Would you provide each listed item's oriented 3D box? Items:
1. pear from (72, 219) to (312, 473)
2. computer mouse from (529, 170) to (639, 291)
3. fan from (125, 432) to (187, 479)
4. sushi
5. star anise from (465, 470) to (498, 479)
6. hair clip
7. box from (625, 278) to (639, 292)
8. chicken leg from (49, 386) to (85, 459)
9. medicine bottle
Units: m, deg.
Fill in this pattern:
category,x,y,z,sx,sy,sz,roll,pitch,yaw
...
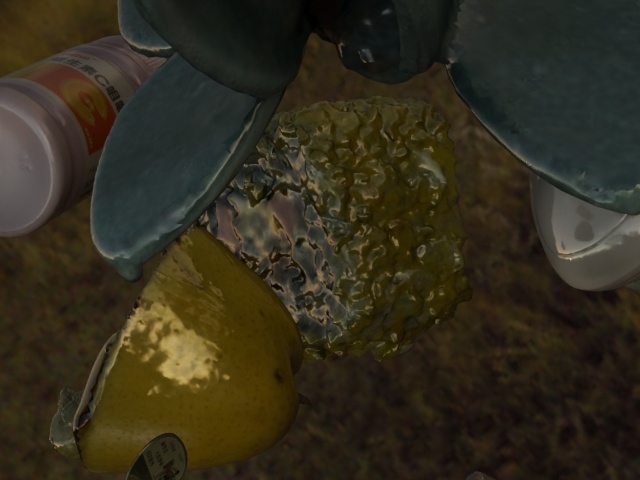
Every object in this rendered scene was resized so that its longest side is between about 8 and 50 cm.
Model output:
category,x,y,z,sx,sy,sz,roll,pitch,yaw
pear,-0.101,0.127,1.312,0.267,0.178,0.267,-59,-16,-28
computer mouse,0.311,-0.080,1.581,0.184,0.121,0.296,-37,38,40
fan,-0.122,0.173,0.992,0.003,0.060,0.080,36,91,36
sushi,0.000,0.000,1.835,0.240,0.351,0.396,-15,3,-37
star anise,0.187,0.272,1.057,0.081,0.262,0.230,-20,17,13
hair clip,0.007,-0.178,0.600,0.392,0.238,0.318,-5,47,19
box,0.431,0.037,1.538,0.177,0.115,0.036,-26,51,62
chicken leg,-0.256,0.186,1.666,0.178,0.093,0.070,-44,-18,11
medicine bottle,-0.233,-0.102,1.267,0.133,0.133,0.250,-28,6,27
